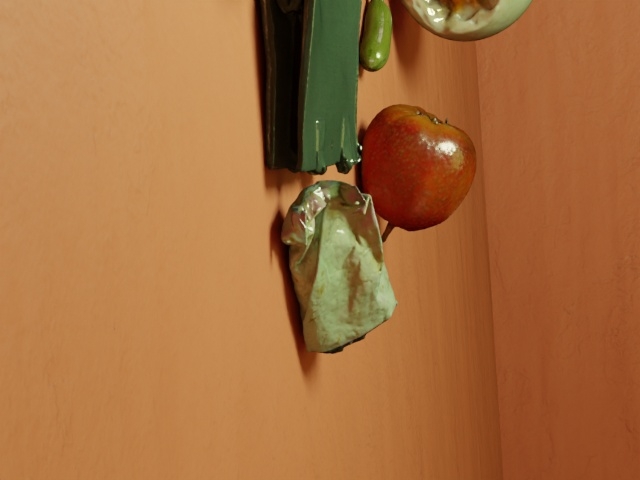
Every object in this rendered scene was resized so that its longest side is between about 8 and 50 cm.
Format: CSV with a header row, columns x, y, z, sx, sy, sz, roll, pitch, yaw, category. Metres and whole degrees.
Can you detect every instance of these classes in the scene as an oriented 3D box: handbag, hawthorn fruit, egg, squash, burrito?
x,y,z,sx,sy,sz,roll,pitch,yaw,category
-0.009,-0.208,1.693,0.247,0.079,0.260,-20,110,-74,handbag
0.139,-0.096,2.143,0.196,0.196,0.226,-14,126,-76,hawthorn fruit
0.274,-0.518,2.497,0.336,0.278,0.278,-58,144,-57,egg
0.090,-0.336,2.198,0.052,0.052,0.183,74,16,-44,squash
0.016,0.027,1.699,0.144,0.089,0.229,-31,130,-23,burrito
